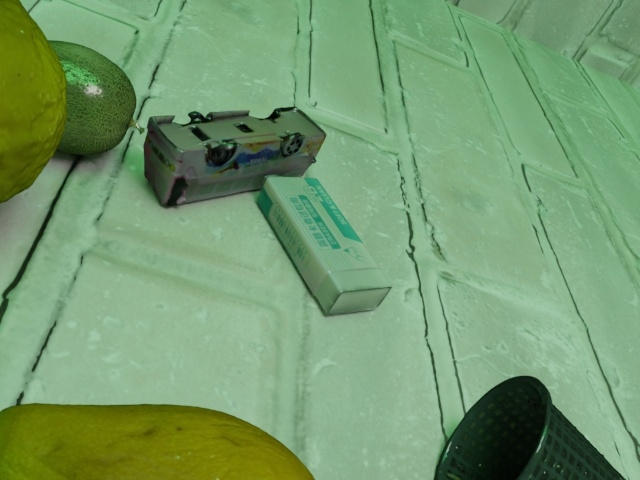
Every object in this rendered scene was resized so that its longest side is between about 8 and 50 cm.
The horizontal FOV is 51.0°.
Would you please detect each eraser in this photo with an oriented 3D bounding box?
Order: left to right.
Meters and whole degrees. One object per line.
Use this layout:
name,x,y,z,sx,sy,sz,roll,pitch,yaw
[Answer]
eraser,0.000,0.000,0.932,0.095,0.052,0.225,-2,45,-39

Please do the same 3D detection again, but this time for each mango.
mango,-0.122,0.213,0.541,0.316,0.119,0.176,21,45,-4

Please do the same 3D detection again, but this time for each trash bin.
trash bin,0.233,0.257,0.705,0.161,0.175,0.175,37,35,-8

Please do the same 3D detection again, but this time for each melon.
melon,-0.318,-0.181,0.863,0.192,0.139,0.139,21,37,-14

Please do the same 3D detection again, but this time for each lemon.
lemon,-0.406,-0.158,0.670,0.322,0.268,0.268,40,37,22

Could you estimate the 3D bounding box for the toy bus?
toy bus,-0.119,-0.125,0.949,0.274,0.112,0.090,-15,53,-45
